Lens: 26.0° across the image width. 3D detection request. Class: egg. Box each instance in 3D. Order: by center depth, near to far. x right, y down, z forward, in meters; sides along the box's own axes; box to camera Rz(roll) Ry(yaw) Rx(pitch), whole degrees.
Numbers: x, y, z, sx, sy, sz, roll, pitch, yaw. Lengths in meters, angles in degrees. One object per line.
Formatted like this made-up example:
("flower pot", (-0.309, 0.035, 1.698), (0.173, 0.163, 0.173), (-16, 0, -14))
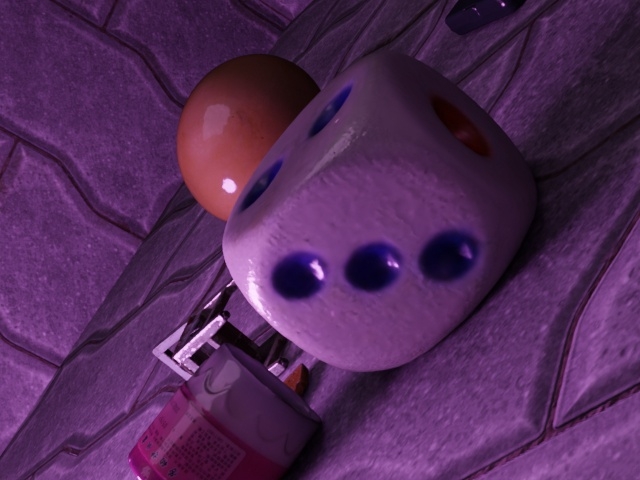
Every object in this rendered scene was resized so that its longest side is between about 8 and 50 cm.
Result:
("egg", (-0.133, -0.196, 2.719), (0.301, 0.301, 0.374), (-37, 23, 45))

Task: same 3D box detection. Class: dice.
("dice", (0.073, -0.037, 1.708), (0.304, 0.277, 0.304), (-47, 17, 22))

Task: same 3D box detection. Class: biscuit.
("biscuit", (-0.051, 0.227, 1.936), (0.130, 0.019, 0.119), (-57, 14, -22))

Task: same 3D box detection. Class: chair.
("chair", (-0.162, 0.183, 2.163), (0.270, 0.136, 0.147), (-40, 16, 34))

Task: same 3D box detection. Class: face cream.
("face cream", (-0.121, 0.253, 1.761), (0.195, 0.175, 0.175), (-52, 13, 2))

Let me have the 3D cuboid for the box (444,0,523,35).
("box", (0.319, -0.451, 2.467), (0.160, 0.050, 0.230), (-54, 14, -14))
